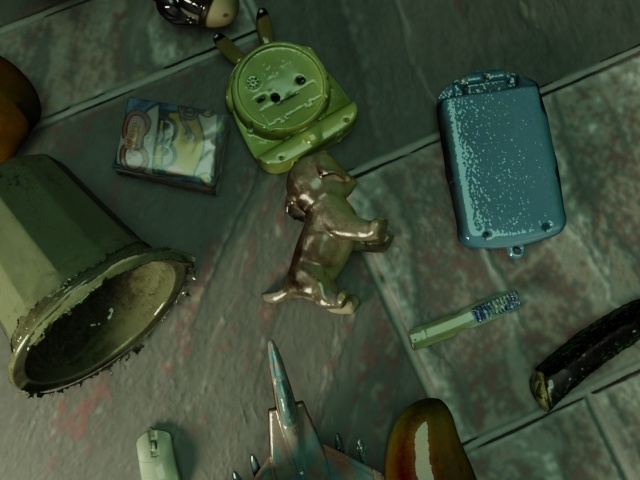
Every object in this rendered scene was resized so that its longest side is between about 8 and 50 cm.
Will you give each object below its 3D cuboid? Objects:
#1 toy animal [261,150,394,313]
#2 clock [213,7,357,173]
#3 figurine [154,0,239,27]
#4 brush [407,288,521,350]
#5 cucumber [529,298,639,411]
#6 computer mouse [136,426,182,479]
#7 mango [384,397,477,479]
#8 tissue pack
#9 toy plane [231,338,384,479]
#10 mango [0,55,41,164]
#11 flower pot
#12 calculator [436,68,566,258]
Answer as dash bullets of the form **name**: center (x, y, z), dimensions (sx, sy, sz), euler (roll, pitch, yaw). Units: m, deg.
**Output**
- **toy animal**: center (0.015, -0.005, 1.380), dimensions (0.169, 0.121, 0.233), euler (15, 90, 17)
- **clock**: center (-0.065, -0.229, 1.432), dimensions (0.170, 0.069, 0.232), euler (-32, 83, -7)
- **figurine**: center (-0.261, -0.472, 1.401), dimensions (0.412, 0.241, 0.306), euler (19, 96, -14)
- **brush**: center (0.215, 0.117, 1.406), dimensions (0.178, 0.030, 0.033), euler (-21, 92, -6)
- **cucumber**: center (0.407, 0.152, 1.393), dimensions (0.245, 0.067, 0.067), euler (-36, 84, -9)
- **computer mouse**: center (-0.231, 0.319, 1.354), dimensions (0.056, 0.032, 0.110), euler (-13, 81, -5)
- **mango**: center (0.158, 0.353, 1.321), dimensions (0.133, 0.111, 0.267), euler (-4, 83, -5)
- **tissue pack**: center (-0.219, -0.140, 1.414), dimensions (0.155, 0.065, 0.115), euler (11, 80, -1)
- **toy plane**: center (-0.034, 0.287, 1.318), dimensions (0.223, 0.104, 0.326), euler (-13, 97, -5)
- **mango**: center (-0.548, -0.209, 1.371), dimensions (0.287, 0.152, 0.201), euler (25, 48, -9)
- **flower pot**: center (-0.355, 0.033, 1.299), dimensions (0.290, 0.290, 0.259), euler (-40, 71, -8)
- **calculator**: center (0.273, -0.116, 1.435), dimensions (0.173, 0.051, 0.293), euler (-8, 82, -4)
